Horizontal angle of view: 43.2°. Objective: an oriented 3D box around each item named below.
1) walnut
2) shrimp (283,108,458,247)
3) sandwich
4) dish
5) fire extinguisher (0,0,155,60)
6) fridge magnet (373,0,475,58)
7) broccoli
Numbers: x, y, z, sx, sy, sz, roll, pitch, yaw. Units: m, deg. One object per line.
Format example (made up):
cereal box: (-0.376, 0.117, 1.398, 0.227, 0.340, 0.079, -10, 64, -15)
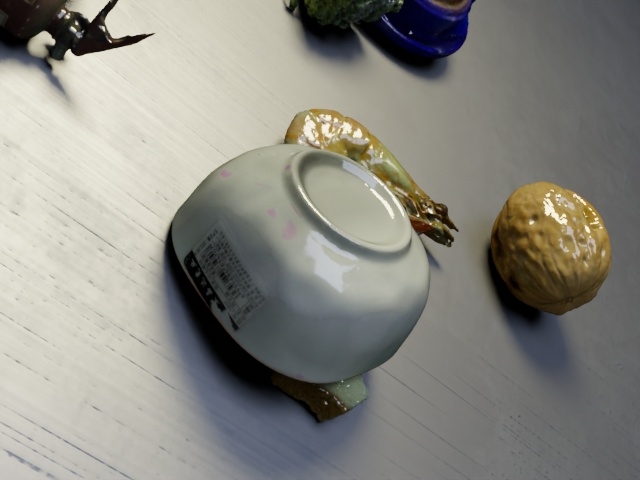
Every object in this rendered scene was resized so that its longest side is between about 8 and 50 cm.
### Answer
walnut: (0.312, 0.005, 1.104, 0.155, 0.155, 0.184, 13, 50, -41)
shrimp: (0.066, -0.056, 0.963, 0.267, 0.061, 0.145, 33, 50, -29)
sandwich: (0.006, 0.118, 0.775, 0.093, 0.035, 0.105, 39, 37, -17)
dish: (0.000, 0.000, 0.756, 0.256, 0.117, 0.256, 26, 34, -19)
fire extinguisher: (-0.268, -0.240, 0.709, 0.252, 0.106, 0.075, 40, 37, -17)
fridge magnet: (0.142, -0.411, 1.283, 0.265, 0.112, 0.266, 19, 55, -30)
broccoli: (-0.007, -0.424, 1.124, 0.304, 0.145, 0.165, 43, 42, 13)
